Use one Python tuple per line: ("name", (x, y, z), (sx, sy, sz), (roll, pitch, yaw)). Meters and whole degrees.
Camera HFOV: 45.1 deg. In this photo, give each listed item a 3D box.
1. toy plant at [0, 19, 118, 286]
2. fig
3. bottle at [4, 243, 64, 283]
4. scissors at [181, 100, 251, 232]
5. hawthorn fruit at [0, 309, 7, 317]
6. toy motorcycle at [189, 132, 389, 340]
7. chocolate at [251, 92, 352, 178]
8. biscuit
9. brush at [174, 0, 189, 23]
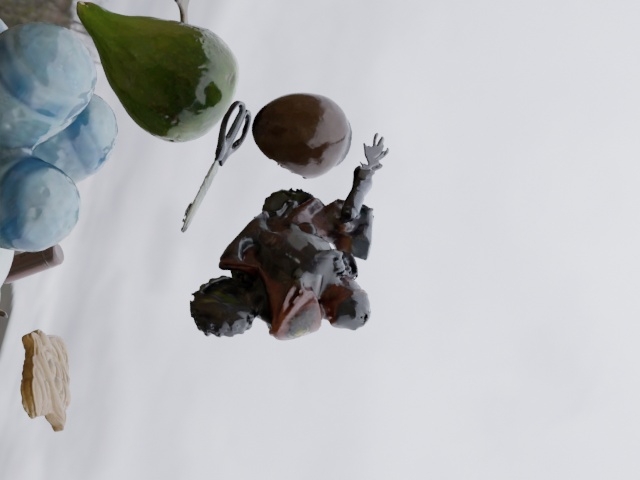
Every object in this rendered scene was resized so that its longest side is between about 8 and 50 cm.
("toy plant", (-0.320, -0.076, 0.685), (0.332, 0.247, 0.247), (-36, -139, 30))
("fig", (-0.274, -0.285, 1.234), (0.206, 0.275, 0.206), (-43, -150, 32))
("bottle", (-0.615, 0.048, 1.629), (0.053, 0.140, 0.053), (-18, 90, -85))
("scissors", (-0.221, -0.150, 1.598), (0.300, 0.022, 0.109), (-64, 161, -11))
("hawthorn fruit", (-0.824, 0.120, 1.733), (0.215, 0.249, 0.215), (-154, -90, -89))
("toy motorcycle", (0.000, 0.000, 1.028), (0.401, 0.207, 0.134), (-58, 160, -46))
("chocolate", (-0.033, -0.156, 1.131), (0.124, 0.133, 0.127), (57, -42, 35))
("biscuit", (-0.436, 0.214, 1.240), (0.250, 0.035, 0.162), (-122, -160, -72))
("brush", (-0.292, -0.495, 1.646), (0.070, 0.021, 0.196), (-54, 150, -54))
